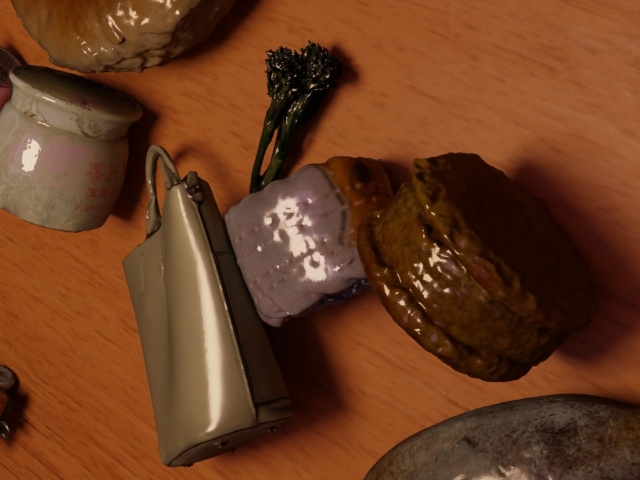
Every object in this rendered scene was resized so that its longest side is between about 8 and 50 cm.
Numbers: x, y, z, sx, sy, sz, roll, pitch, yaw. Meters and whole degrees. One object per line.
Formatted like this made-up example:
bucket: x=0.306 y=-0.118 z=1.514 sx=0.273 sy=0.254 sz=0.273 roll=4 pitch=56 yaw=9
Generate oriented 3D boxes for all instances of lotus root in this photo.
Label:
lotus root: x=0.166 y=0.199 z=0.839 sx=0.322 sy=0.140 sz=0.158 roll=-29 pitch=76 yaw=31

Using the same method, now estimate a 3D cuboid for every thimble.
thimble: x=-0.001 y=0.001 z=0.949 sx=0.151 sy=0.127 sz=0.117 roll=-27 pitch=79 yaw=33

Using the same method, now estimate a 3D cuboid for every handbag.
handbag: x=-0.141 y=0.055 z=1.040 sx=0.241 sy=0.109 sz=0.315 roll=-42 pitch=67 yaw=60

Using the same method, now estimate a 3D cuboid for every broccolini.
broccolini: x=-0.045 y=-0.100 z=1.021 sx=0.058 sy=0.074 sz=0.201 roll=-99 pitch=30 yaw=-48

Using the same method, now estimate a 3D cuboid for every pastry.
pastry: x=0.120 y=0.020 z=0.826 sx=0.103 sy=0.189 sz=0.188 roll=-47 pitch=67 yaw=27
pastry: x=-0.195 y=-0.313 z=1.057 sx=0.330 sy=0.136 sz=0.329 roll=3 pitch=96 yaw=34

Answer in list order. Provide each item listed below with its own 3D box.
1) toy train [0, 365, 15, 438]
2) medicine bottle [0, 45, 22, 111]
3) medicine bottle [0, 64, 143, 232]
toy train: x=-0.457 y=0.173 z=1.291 sx=0.219 sy=0.127 sz=0.089 roll=38 pitch=115 yaw=28
medicine bottle: x=-0.426 y=-0.144 z=1.262 sx=0.188 sy=0.094 sz=0.119 roll=-47 pitch=70 yaw=29
medicine bottle: x=-0.272 y=-0.100 z=1.124 sx=0.147 sy=0.147 sz=0.143 roll=32 pitch=108 yaw=30
